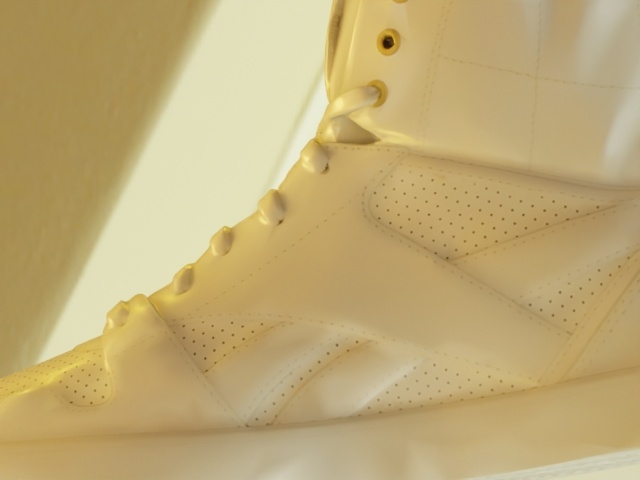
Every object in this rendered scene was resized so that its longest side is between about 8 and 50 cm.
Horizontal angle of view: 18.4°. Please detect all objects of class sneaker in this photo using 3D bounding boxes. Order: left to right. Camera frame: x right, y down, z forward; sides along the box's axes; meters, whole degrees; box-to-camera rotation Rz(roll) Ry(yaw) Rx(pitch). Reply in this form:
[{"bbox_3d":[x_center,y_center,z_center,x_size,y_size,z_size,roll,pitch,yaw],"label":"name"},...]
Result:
[{"bbox_3d":[0.000,0.000,0.623,0.293,0.108,0.169,-10,-99,9],"label":"sneaker"}]
